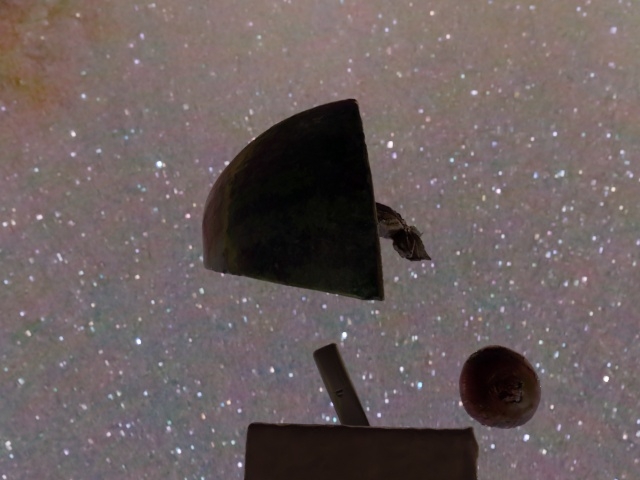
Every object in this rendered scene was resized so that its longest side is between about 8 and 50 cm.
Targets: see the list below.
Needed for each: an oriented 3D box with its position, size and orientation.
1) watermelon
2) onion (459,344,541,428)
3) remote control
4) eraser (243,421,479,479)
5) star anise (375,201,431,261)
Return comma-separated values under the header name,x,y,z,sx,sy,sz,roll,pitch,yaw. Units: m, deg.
name,x,y,z,sx,sy,sz,roll,pitch,yaw
watermelon,-0.017,0.011,0.960,0.282,0.293,0.251,-18,-147,27
onion,0.321,0.248,1.203,0.149,0.140,0.150,5,-112,-11
remote control,0.039,0.272,1.229,0.049,0.027,0.184,-26,-100,16
eraser,0.019,0.276,0.376,0.143,0.078,0.344,2,-108,2
star anise,0.173,-0.012,1.556,0.065,0.182,0.195,-49,-156,15
